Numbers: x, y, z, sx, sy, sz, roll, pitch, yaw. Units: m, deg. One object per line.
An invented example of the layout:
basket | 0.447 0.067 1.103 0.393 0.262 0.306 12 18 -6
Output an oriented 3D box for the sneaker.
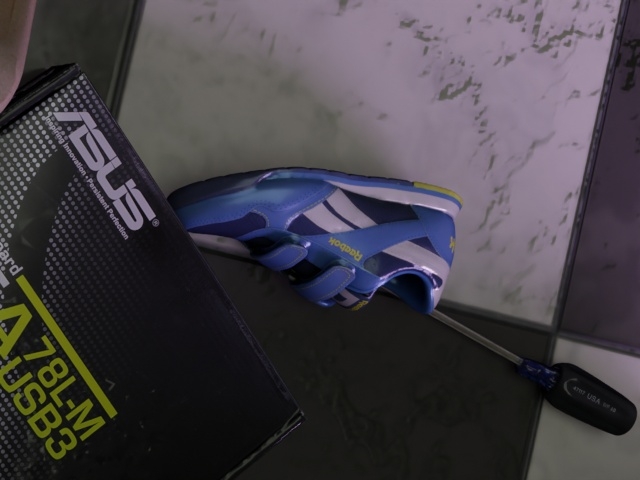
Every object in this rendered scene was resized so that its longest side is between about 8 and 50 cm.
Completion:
sneaker | 0.000 0.000 0.750 0.144 0.053 0.059 6 83 -25

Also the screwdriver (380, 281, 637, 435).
screwdriver | 0.084 0.055 0.818 0.170 0.024 0.025 25 110 -18

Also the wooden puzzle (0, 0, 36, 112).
wooden puzzle | -0.185 -0.167 0.586 0.221 0.239 0.044 32 123 -24

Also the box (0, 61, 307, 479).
box | -0.127 0.054 0.699 0.184 0.045 0.191 -36 107 -17
